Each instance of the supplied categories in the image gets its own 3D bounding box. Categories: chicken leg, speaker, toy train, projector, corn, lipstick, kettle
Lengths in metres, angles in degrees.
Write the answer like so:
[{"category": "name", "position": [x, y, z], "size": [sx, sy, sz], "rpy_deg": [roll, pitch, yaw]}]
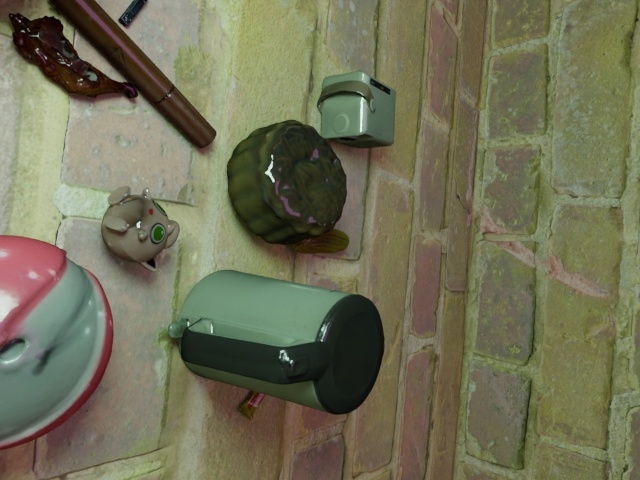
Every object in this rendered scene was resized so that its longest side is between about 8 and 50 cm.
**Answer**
[{"category": "chicken leg", "position": [-0.405, -0.290, 0.758], "size": [0.219, 0.048, 0.090], "rpy_deg": [39, 66, -46]}, {"category": "speaker", "position": [-0.439, 0.144, 0.644], "size": [0.294, 0.294, 0.295], "rpy_deg": [-5, 97, -52]}, {"category": "toy train", "position": [-0.346, -0.432, 0.849], "size": [0.017, 0.017, 0.083], "rpy_deg": [48, 57, -45]}, {"category": "projector", "position": [0.106, -0.371, 1.321], "size": [0.242, 0.163, 0.178], "rpy_deg": [0, 92, -56]}, {"category": "corn", "position": [0.000, 0.000, 1.279], "size": [0.231, 0.080, 0.080], "rpy_deg": [7, 87, -54]}, {"category": "lipstick", "position": [-0.329, -0.311, 0.849], "size": [0.357, 0.057, 0.057], "rpy_deg": [47, 57, -43]}, {"category": "kettle", "position": [-0.112, 0.192, 0.903], "size": [0.361, 0.376, 0.250], "rpy_deg": [15, 81, -52]}]

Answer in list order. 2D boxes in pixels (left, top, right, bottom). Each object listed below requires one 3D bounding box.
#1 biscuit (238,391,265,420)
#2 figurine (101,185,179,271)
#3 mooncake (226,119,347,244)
[{"category": "biscuit", "position": [-0.116, 0.329, 1.194], "size": [0.048, 0.026, 0.292], "rpy_deg": [50, 52, -18]}, {"category": "figurine", "position": [-0.325, -0.022, 0.821], "size": [0.125, 0.125, 0.138], "rpy_deg": [-67, 154, -24]}, {"category": "mooncake", "position": [-0.069, -0.138, 1.074], "size": [0.290, 0.161, 0.291], "rpy_deg": [13, 71, -43]}]
